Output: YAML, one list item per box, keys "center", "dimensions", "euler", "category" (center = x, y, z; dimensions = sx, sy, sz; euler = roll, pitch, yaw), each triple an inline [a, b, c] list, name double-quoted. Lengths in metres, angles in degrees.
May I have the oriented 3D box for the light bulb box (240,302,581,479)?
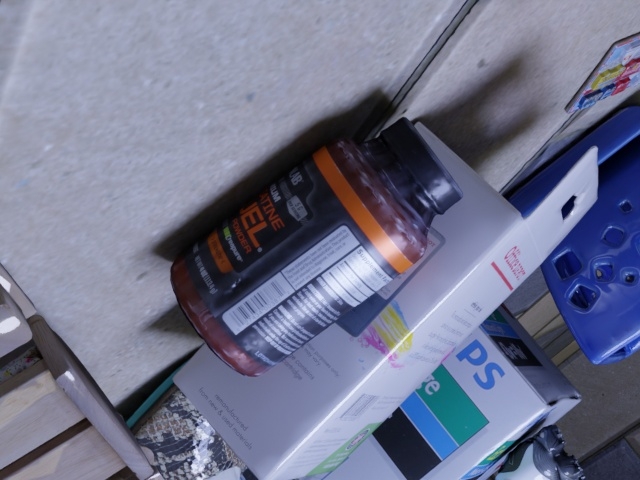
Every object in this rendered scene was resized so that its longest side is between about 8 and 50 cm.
- center: [0.093, 0.221, 1.126]
  dimensions: [0.361, 0.225, 0.358]
  euler: [-43, 160, 11]
  category: "light bulb box"

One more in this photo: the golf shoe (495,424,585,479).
- center: [0.237, 0.253, 1.031]
  dimensions: [0.094, 0.077, 0.198]
  euler: [-31, 154, 7]
  category: "golf shoe"

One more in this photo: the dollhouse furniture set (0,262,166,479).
- center: [-0.293, 0.168, 0.654]
  dimensions: [0.303, 0.174, 0.355]
  euler: [-31, 137, -11]
  category: "dollhouse furniture set"

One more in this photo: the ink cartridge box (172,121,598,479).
- center: [0.069, 0.037, 0.786]
  dimensions: [0.353, 0.119, 0.207]
  euler: [-46, 161, 4]
  category: "ink cartridge box"

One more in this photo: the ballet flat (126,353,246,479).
- center: [-0.202, 0.309, 0.949]
  dimensions: [0.483, 0.182, 0.164]
  euler: [-41, 160, 19]
  category: "ballet flat"

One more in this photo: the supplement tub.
- center: [0.000, 0.000, 0.648]
  dimensions: [0.198, 0.106, 0.106]
  euler: [-37, 161, 7]
  category: "supplement tub"

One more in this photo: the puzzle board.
- center: [0.300, -0.169, 0.884]
  dimensions: [0.128, 0.011, 0.096]
  euler: [-25, 160, -28]
  category: "puzzle board"

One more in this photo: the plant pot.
- center: [0.354, -0.009, 1.056]
  dimensions: [0.236, 0.212, 0.236]
  euler: [-40, 161, 15]
  category: "plant pot"
